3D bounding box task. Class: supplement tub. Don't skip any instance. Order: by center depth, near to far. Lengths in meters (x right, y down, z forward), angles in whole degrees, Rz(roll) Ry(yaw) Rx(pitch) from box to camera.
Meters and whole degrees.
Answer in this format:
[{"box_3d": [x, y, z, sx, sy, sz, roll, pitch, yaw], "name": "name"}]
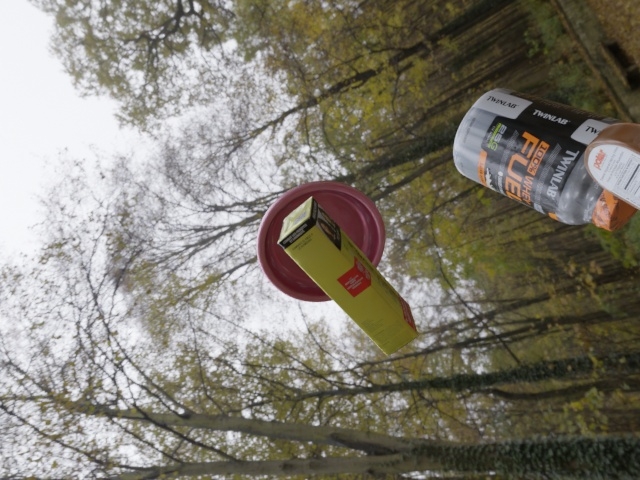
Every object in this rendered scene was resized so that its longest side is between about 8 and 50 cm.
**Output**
[{"box_3d": [0.430, -0.155, 0.804, 0.193, 0.193, 0.316, 23, -169, -47], "name": "supplement tub"}]

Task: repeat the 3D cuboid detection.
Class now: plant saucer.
[{"box_3d": [0.000, 0.000, 1.114, 0.332, 0.332, 0.084, 49, -173, -24], "name": "plant saucer"}]

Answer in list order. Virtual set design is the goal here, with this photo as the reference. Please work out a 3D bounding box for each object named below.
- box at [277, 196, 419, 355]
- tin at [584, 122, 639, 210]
[{"box_3d": [0.041, 0.051, 0.596, 0.232, 0.058, 0.087, 48, -163, -16], "name": "box"}, {"box_3d": [0.414, -0.071, 0.517, 0.190, 0.040, 0.106, 45, 171, 31], "name": "tin"}]
